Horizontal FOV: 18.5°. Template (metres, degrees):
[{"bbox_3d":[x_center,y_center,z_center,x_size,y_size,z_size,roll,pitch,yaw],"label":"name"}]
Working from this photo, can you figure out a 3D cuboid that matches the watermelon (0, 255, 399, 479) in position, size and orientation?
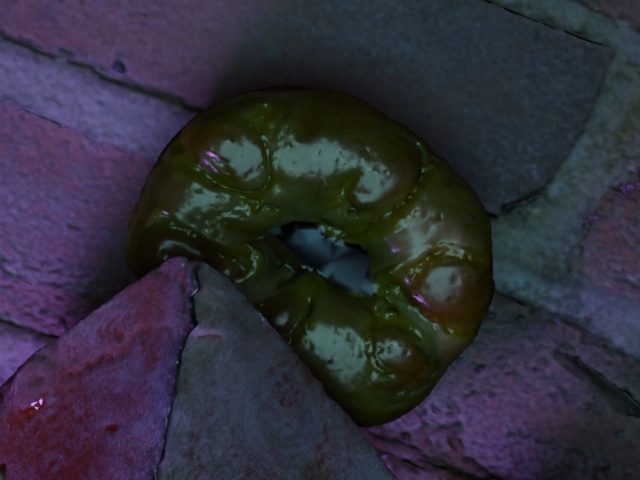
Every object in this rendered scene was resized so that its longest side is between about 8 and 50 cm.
[{"bbox_3d":[-0.079,0.139,1.379,0.283,0.250,0.292,46,113,26],"label":"watermelon"}]

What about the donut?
[{"bbox_3d":[0.000,0.000,1.404,0.261,0.128,0.208,38,99,-12],"label":"donut"}]
